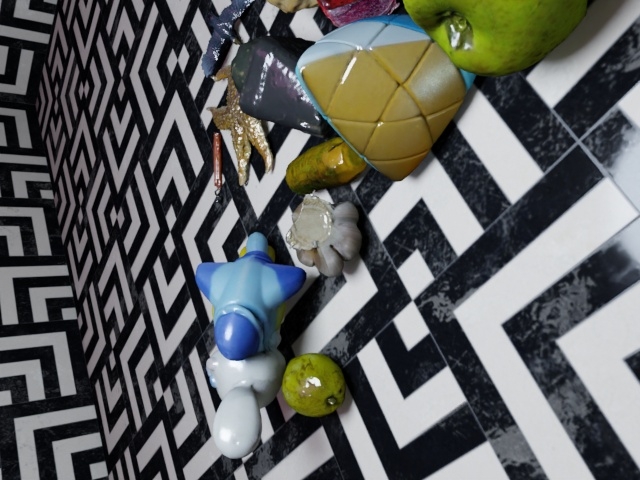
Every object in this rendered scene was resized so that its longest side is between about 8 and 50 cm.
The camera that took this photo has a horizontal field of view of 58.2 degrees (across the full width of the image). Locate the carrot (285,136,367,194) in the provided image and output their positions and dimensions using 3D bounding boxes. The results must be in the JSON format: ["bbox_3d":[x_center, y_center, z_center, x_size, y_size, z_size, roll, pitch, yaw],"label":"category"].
[{"bbox_3d":[0.010,-0.126,0.982,0.173,0.082,0.082,-13,80,59],"label":"carrot"}]

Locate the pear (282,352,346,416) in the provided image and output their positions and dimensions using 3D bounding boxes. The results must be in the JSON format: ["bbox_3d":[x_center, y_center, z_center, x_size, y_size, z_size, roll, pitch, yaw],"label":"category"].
[{"bbox_3d":[-0.012,0.249,0.991,0.131,0.107,0.107,27,112,60],"label":"pear"}]

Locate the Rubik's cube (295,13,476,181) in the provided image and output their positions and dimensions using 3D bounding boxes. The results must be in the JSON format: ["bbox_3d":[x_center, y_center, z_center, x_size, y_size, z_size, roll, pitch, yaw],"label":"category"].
[{"bbox_3d":[0.055,-0.241,0.804,0.254,0.254,0.255,1,91,53],"label":"Rubik's cube"}]

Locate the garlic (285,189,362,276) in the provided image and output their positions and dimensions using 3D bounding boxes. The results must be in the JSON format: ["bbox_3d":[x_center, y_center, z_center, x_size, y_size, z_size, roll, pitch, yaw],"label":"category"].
[{"bbox_3d":[0.000,0.000,0.982,0.194,0.127,0.131,124,157,-72],"label":"garlic"}]

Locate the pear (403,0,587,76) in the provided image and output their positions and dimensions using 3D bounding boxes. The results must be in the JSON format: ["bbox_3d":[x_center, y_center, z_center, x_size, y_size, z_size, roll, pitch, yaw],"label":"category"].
[{"bbox_3d":[0.204,-0.311,0.584,0.176,0.286,0.282,25,111,30],"label":"pear"}]

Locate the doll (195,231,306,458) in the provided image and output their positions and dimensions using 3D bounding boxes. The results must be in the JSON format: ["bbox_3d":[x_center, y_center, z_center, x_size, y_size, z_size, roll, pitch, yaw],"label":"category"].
[{"bbox_3d":[-0.141,0.164,1.052,0.376,0.187,0.366,-178,92,-66],"label":"doll"}]

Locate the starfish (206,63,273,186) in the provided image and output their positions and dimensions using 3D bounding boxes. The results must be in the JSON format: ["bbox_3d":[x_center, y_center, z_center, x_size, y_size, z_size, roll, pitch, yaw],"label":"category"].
[{"bbox_3d":[-0.174,-0.265,1.240,0.299,0.060,0.303,-26,71,48],"label":"starfish"}]

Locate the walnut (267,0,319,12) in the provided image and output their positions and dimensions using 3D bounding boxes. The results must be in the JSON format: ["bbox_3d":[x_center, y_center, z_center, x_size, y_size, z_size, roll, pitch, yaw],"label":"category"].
[{"bbox_3d":[-0.028,-0.492,0.937,0.198,0.198,0.245,54,131,38],"label":"walnut"}]

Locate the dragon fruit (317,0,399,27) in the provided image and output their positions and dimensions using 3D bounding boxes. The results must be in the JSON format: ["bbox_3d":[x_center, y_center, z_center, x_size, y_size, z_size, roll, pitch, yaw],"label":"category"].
[{"bbox_3d":[0.067,-0.379,0.899,0.147,0.096,0.102,-19,66,9],"label":"dragon fruit"}]

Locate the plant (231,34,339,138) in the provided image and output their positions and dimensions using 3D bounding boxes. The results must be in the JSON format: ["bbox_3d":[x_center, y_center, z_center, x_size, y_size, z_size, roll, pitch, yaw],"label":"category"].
[{"bbox_3d":[-0.050,-0.273,0.998,0.256,0.164,0.142,34,121,31],"label":"plant"}]

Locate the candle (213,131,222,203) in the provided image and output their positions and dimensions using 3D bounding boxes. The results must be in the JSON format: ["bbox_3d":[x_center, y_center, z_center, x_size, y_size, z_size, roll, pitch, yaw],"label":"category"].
[{"bbox_3d":[-0.242,-0.171,1.363,0.026,0.021,0.167,-174,83,-79],"label":"candle"}]

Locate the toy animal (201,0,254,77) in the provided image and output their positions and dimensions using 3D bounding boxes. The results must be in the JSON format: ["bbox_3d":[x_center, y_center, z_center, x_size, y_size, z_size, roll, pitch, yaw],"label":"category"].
[{"bbox_3d":[-0.213,-0.471,1.285,0.220,0.062,0.108,-49,52,27],"label":"toy animal"}]
